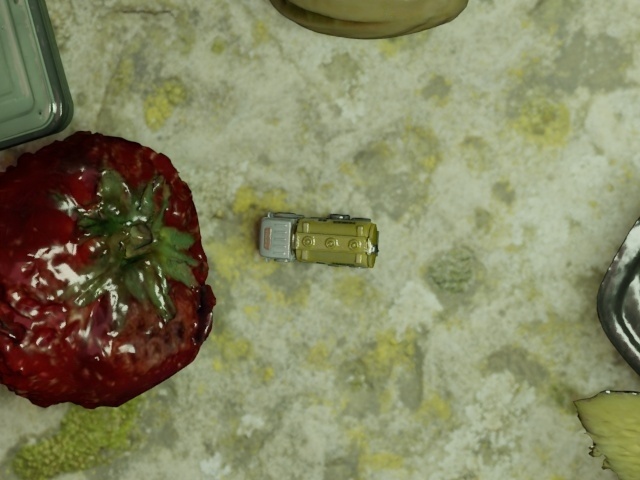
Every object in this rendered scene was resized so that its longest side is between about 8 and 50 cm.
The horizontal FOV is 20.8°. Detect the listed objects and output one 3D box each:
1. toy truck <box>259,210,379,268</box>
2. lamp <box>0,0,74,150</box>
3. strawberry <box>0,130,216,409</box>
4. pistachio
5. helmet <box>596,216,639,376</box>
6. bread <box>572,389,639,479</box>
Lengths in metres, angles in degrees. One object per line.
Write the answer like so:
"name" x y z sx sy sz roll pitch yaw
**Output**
"toy truck" 0.000 0.000 1.707 0.123 0.063 0.052 4 94 16
"lamp" -0.408 -0.210 1.828 0.266 0.047 0.269 -16 87 18
"strawberry" -0.244 0.039 1.712 0.220 0.274 0.274 -20 85 54
"pistachio" 0.044 -0.256 1.659 0.226 0.136 0.136 5 94 24
"helmet" 0.384 0.020 1.551 0.198 0.154 0.253 47 114 12
"bread" 0.443 0.248 1.455 0.345 0.405 0.242 -6 80 29
